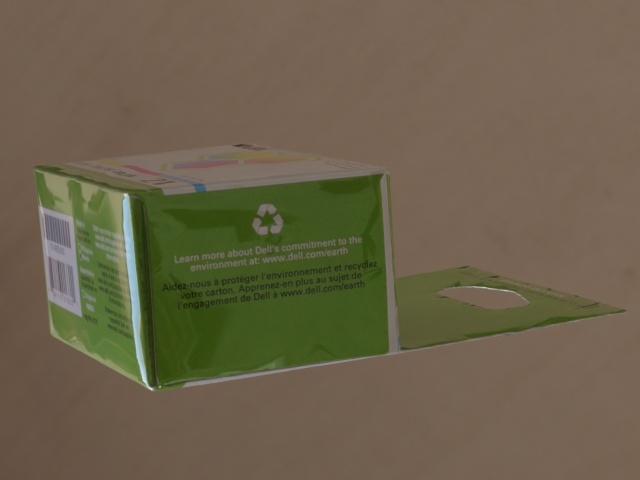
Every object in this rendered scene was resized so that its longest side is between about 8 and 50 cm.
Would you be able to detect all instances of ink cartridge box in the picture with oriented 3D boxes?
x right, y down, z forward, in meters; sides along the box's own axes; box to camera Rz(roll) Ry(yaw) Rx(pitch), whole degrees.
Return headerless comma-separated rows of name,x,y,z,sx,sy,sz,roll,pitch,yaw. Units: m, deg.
ink cartridge box,0.000,0.000,1.004,0.255,0.097,0.189,-8,-171,-22
